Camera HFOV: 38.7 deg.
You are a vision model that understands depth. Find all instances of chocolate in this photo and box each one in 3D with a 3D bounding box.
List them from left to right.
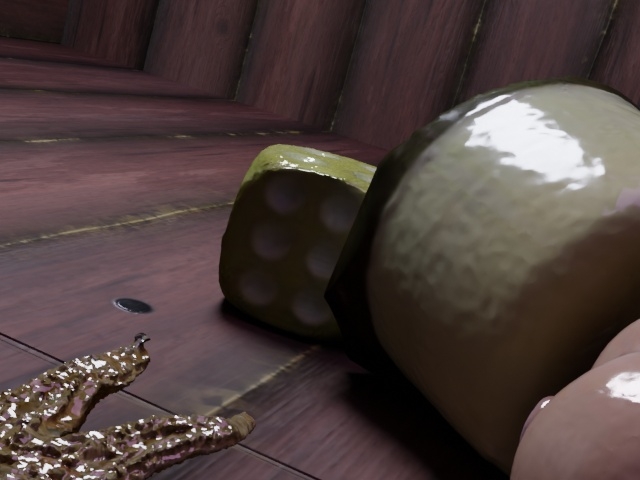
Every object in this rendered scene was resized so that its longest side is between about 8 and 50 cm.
[{"bbox_3d":[0.203,0.065,0.726,0.314,0.326,0.297,13,30,-24],"label":"chocolate"}]

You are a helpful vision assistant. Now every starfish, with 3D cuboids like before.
[{"bbox_3d":[-0.191,0.112,0.511,0.302,0.060,0.299,-3,16,-39],"label":"starfish"}]

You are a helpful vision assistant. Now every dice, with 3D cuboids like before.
[{"bbox_3d":[0.000,0.000,0.958,0.166,0.169,0.169,17,13,10],"label":"dice"}]

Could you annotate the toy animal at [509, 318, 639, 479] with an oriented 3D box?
[{"bbox_3d":[0.254,0.178,0.482,0.326,0.237,0.269,29,7,36],"label":"toy animal"}]
